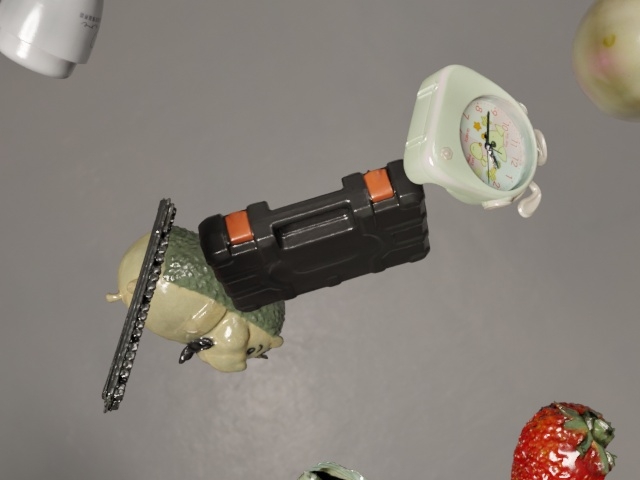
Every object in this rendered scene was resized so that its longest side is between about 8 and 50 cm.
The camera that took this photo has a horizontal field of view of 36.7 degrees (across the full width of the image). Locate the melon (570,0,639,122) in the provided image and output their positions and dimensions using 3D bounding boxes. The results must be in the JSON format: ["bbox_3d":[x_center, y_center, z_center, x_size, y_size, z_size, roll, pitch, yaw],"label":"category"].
[{"bbox_3d":[0.503,-0.294,1.485,0.223,0.223,0.317,55,179,1],"label":"melon"}]

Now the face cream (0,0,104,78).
[{"bbox_3d":[-0.247,-0.204,0.885,0.091,0.095,0.091,27,-167,-6],"label":"face cream"}]

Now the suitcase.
[{"bbox_3d":[0.000,-0.001,1.254,0.206,0.285,0.066,72,-178,-64],"label":"suitcase"}]

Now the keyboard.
[{"bbox_3d":[-0.189,0.068,1.020,0.023,0.231,0.072,15,153,-6],"label":"keyboard"}]

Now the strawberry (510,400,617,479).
[{"bbox_3d":[0.303,0.270,1.239,0.148,0.131,0.131,-24,103,46],"label":"strawberry"}]

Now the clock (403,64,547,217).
[{"bbox_3d":[0.195,-0.110,1.166,0.191,0.152,0.062,25,156,-26],"label":"clock"}]

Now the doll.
[{"bbox_3d":[-0.224,0.122,1.868,0.349,0.247,0.247,25,-168,-28],"label":"doll"}]

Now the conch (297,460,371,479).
[{"bbox_3d":[0.021,0.371,1.282,0.135,0.153,0.102,23,178,23],"label":"conch"}]
